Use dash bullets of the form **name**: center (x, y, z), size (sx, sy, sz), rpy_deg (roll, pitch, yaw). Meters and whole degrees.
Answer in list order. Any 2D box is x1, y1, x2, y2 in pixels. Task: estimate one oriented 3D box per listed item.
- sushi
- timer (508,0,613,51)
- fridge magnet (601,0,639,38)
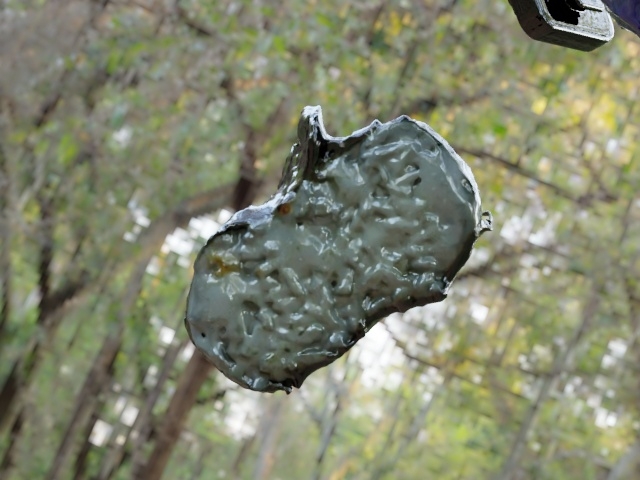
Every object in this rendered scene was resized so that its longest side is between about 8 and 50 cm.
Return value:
- **sushi**: center (0.000, 0.000, 1.073), size (0.147, 0.212, 0.115), rpy_deg (50, 5, -6)
- **timer**: center (0.228, -0.282, 1.620), size (0.055, 0.187, 0.144), rpy_deg (-28, -20, 36)
- **fridge magnet**: center (0.276, -0.162, 0.989), size (0.265, 0.113, 0.265), rpy_deg (11, 25, -5)
